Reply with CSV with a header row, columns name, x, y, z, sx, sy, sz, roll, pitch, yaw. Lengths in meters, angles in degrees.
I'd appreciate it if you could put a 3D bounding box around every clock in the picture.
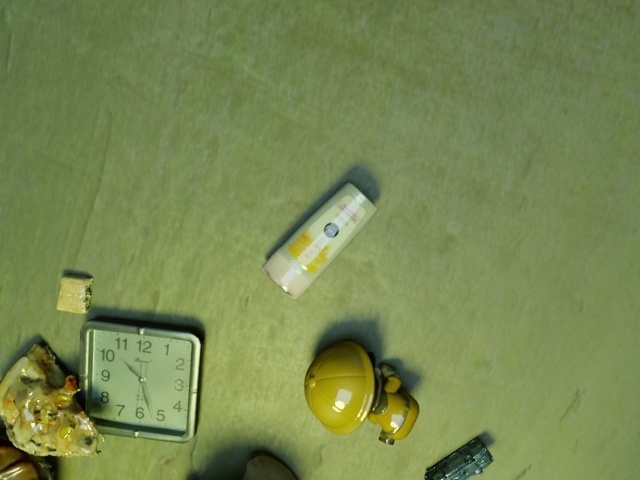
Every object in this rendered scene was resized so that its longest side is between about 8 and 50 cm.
name,x,y,z,sx,sy,sz,roll,pitch,yaw
clock,-0.409,0.321,1.039,0.273,0.049,0.279,7,99,1

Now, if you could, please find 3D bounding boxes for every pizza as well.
name,x,y,z,sx,sy,sz,roll,pitch,yaw
pizza,-0.595,0.379,0.991,0.189,0.071,0.297,-45,76,-4

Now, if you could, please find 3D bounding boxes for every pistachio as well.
name,x,y,z,sx,sy,sz,roll,pitch,yaw
pistachio,-0.114,0.583,1.051,0.126,0.108,0.185,-37,94,-26

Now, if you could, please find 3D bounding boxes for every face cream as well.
name,x,y,z,sx,sy,sz,roll,pitch,yaw
face cream,0.000,0.000,0.970,0.107,0.073,0.269,45,99,2

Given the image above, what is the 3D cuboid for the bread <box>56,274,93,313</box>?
name,x,y,z,sx,sy,sz,roll,pitch,yaw
bread,-0.551,0.119,1.017,0.070,0.035,0.083,5,93,0

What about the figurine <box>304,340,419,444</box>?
name,x,y,z,sx,sy,sz,roll,pitch,yaw
figurine,0.089,0.332,0.976,0.256,0.167,0.192,25,85,-5

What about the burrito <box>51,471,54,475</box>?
name,x,y,z,sx,sy,sz,roll,pitch,yaw
burrito,-0.712,0.581,1.090,0.149,0.041,0.055,0,115,-2

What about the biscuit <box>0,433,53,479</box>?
name,x,y,z,sx,sy,sz,roll,pitch,yaw
biscuit,-0.786,0.573,1.002,0.366,0.115,0.268,-17,70,-12

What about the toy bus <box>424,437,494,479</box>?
name,x,y,z,sx,sy,sz,roll,pitch,yaw
toy bus,0.318,0.528,1.053,0.166,0.065,0.047,-36,97,4
